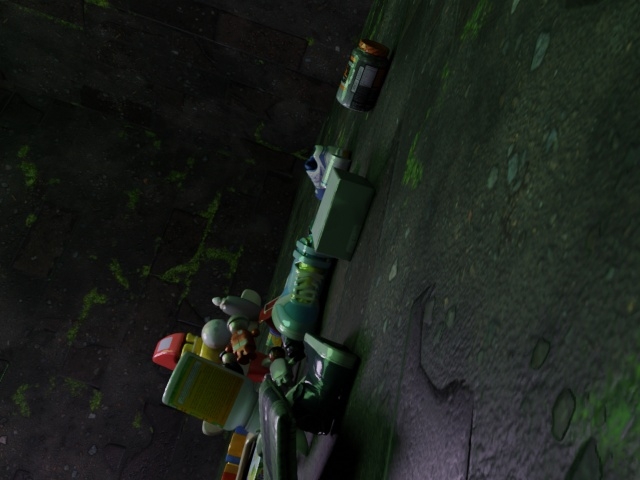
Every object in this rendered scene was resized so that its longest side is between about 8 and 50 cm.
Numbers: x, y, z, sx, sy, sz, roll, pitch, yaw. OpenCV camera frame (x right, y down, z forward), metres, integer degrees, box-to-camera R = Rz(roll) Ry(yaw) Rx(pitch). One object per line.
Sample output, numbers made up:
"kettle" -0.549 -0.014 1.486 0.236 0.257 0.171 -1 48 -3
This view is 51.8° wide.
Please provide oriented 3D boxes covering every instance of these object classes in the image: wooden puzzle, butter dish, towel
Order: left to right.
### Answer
"wooden puzzle" -0.260 0.687 2.113 0.322 0.080 0.348 -76 5 -78
"towel" -0.054 0.402 1.042 0.312 0.056 0.325 160 108 -79
"butter dish" -0.092 0.224 1.948 0.160 0.118 0.160 -30 6 1

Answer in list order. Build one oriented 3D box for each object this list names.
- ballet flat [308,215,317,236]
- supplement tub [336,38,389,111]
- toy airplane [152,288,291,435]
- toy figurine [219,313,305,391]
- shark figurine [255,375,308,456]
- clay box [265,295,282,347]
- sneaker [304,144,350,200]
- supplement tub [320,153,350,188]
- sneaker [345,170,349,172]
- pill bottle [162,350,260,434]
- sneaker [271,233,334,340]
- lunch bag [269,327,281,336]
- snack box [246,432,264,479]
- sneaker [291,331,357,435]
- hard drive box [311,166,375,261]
"ballet flat" 0.000 0.000 1.969 0.222 0.076 0.079 -84 -6 -60
"supplement tub" 0.129 -0.488 1.951 0.117 0.116 0.191 -84 13 -61
"toy airplane" -0.268 0.341 1.959 0.386 0.384 0.273 43 153 38
"toy figurine" -0.156 0.296 1.749 0.148 0.209 0.213 -114 29 -45
"shark figurine" -0.070 0.403 1.337 0.166 0.116 0.278 -18 -36 -55
"clay box" -0.155 0.318 2.458 0.127 0.053 0.222 137 151 -78
"sneaker" 0.007 -0.240 2.265 0.296 0.130 0.112 116 168 -60
"supplement tub" 0.048 -0.215 2.102 0.071 0.071 0.107 -98 27 -76
"sneaker" 0.056 -0.153 1.916 0.085 0.058 0.152 -64 13 -2
"pill bottle" -0.247 0.379 1.610 0.136 0.245 0.136 -156 90 -88
"sneaker" -0.037 0.102 1.720 0.319 0.127 0.208 -86 14 -62
"lunch bag" -0.142 0.292 2.353 0.065 0.067 0.099 120 167 -60
"snack box" -0.119 0.507 1.552 0.174 0.070 0.207 118 170 -61
"sneaker" -0.008 0.260 1.207 0.226 0.086 0.164 -177 107 -83
"hard drive box" 0.049 -0.069 1.605 0.232 0.089 0.181 -98 26 -77
